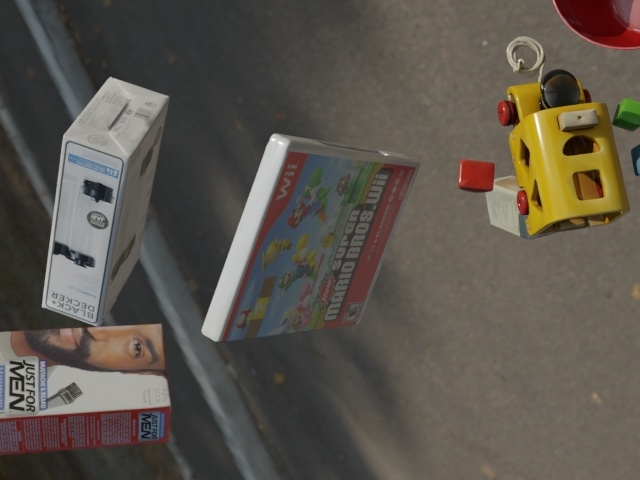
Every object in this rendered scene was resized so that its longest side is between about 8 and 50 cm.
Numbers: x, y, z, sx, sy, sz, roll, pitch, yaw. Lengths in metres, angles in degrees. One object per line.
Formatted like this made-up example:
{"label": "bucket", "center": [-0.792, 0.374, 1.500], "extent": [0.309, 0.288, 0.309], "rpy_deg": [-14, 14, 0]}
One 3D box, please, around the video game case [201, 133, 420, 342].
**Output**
{"label": "video game case", "center": [0.000, 0.000, 1.165], "extent": [0.025, 0.285, 0.204], "rpy_deg": [26, 103, 28]}

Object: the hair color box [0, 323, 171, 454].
{"label": "hair color box", "center": [-0.211, 0.122, 0.934], "extent": [0.093, 0.167, 0.053], "rpy_deg": [-106, 19, -44]}

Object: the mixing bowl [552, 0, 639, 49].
{"label": "mixing bowl", "center": [0.342, -0.275, 1.191], "extent": [0.181, 0.181, 0.098], "rpy_deg": [46, -166, 26]}

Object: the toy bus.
{"label": "toy bus", "center": [0.251, -0.105, 1.163], "extent": [0.202, 0.191, 0.104], "rpy_deg": [35, 168, 2]}

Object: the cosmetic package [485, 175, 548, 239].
{"label": "cosmetic package", "center": [0.244, -0.042, 1.385], "extent": [0.115, 0.041, 0.060], "rpy_deg": [-141, 39, -71]}

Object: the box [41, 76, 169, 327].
{"label": "box", "center": [-0.287, -0.048, 1.509], "extent": [0.087, 0.169, 0.290], "rpy_deg": [18, 128, 1]}
